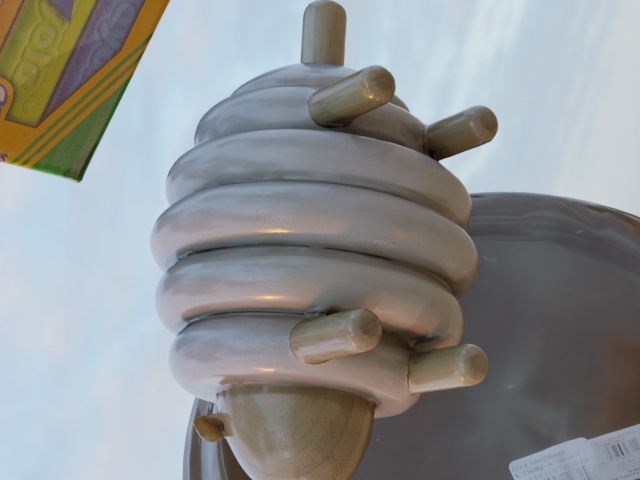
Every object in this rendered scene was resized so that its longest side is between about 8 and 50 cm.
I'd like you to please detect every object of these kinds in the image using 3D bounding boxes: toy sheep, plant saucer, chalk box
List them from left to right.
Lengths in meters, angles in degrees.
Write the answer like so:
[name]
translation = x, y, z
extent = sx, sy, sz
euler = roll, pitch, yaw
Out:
[chalk box]
translation = -0.129, -0.153, 0.564
extent = 0.132, 0.132, 0.213
euler = 13, -71, -47
[toy sheep]
translation = 0.000, 0.000, 0.364
extent = 0.091, 0.091, 0.132
euler = 69, -153, -68
[plant saucer]
translation = 0.076, 0.078, 0.613
extent = 0.041, 0.278, 0.278
euler = 81, -153, -50
